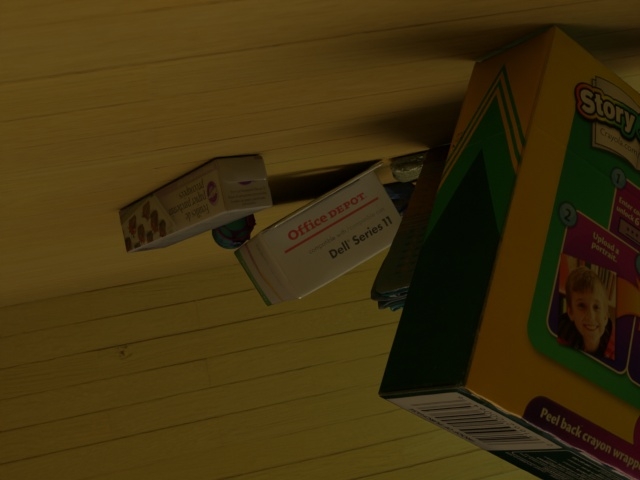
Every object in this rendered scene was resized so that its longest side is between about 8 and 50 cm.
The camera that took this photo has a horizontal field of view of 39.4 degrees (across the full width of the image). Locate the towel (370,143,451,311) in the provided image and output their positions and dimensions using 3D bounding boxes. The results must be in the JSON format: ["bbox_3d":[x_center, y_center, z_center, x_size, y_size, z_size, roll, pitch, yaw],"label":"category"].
[{"bbox_3d":[0.223,-0.048,1.046,0.271,0.040,0.370,-11,-154,23],"label":"towel"}]

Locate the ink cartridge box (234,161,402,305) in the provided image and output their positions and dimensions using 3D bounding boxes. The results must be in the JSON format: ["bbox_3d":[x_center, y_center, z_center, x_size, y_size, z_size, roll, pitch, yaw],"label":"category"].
[{"bbox_3d":[0.000,0.000,1.402,0.207,0.119,0.353,-31,-179,-14],"label":"ink cartridge box"}]

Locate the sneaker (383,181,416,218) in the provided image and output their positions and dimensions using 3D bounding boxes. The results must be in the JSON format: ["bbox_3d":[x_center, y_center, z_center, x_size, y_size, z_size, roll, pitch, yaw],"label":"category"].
[{"bbox_3d":[0.195,-0.068,1.601,0.221,0.087,0.083,-11,177,4],"label":"sneaker"}]

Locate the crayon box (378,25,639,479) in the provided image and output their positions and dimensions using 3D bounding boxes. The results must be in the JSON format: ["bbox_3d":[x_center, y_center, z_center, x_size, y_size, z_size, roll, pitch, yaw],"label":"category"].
[{"bbox_3d":[0.254,0.052,0.753,0.363,0.313,0.106,30,153,-24],"label":"crayon box"}]

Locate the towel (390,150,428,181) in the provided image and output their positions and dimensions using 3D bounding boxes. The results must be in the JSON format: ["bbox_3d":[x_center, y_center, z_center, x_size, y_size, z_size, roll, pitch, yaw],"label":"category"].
[{"bbox_3d":[0.176,-0.115,1.302,0.148,0.027,0.110,-11,175,7],"label":"towel"}]

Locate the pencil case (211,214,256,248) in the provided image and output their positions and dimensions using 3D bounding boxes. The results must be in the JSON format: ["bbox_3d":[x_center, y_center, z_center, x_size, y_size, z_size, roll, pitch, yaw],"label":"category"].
[{"bbox_3d":[-0.145,-0.021,1.488,0.070,0.064,0.151,6,174,-8],"label":"pencil case"}]

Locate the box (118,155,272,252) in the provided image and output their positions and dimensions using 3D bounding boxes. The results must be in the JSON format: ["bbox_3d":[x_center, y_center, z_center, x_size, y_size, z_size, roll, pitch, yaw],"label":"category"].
[{"bbox_3d":[-0.170,-0.040,1.144,0.067,0.063,0.324,-10,176,-33],"label":"box"}]
